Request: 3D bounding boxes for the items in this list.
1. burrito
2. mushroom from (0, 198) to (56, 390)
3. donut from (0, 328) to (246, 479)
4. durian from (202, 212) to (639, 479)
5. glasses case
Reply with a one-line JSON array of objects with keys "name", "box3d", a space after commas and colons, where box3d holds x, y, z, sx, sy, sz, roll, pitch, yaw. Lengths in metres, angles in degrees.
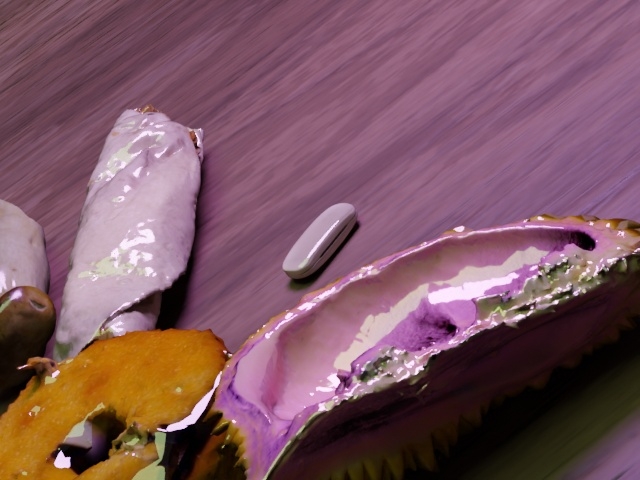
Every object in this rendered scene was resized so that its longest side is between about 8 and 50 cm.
[{"name": "burrito", "box3d": [-0.162, -0.001, 1.649, 0.117, 0.076, 0.392, -15, 35, 17]}, {"name": "mushroom", "box3d": [-0.291, 0.019, 1.715, 0.107, 0.087, 0.333, -59, 21, 19]}, {"name": "donut", "box3d": [-0.155, 0.168, 1.345, 0.253, 0.118, 0.253, -22, 29, 13]}, {"name": "durian", "box3d": [0.076, 0.080, 1.276, 0.341, 0.112, 0.191, -30, 19, -12]}, {"name": "glasses case", "box3d": [0.000, 0.000, 1.544, 0.032, 0.021, 0.083, 4, 45, 46]}]
